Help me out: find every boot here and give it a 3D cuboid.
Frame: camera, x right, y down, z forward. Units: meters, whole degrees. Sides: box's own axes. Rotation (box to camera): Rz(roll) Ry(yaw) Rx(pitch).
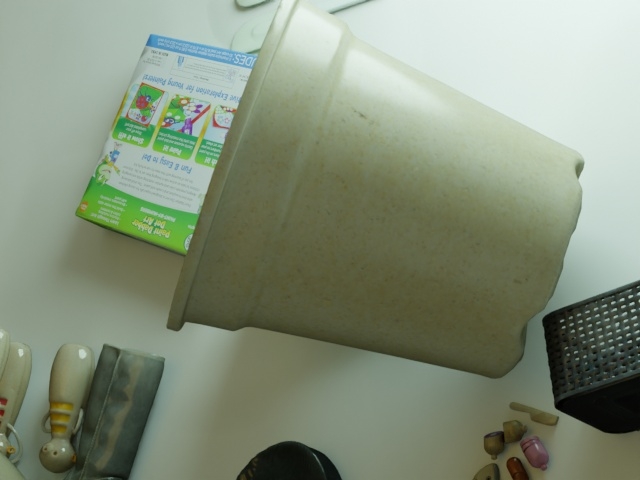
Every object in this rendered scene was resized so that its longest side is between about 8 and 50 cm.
[{"bbox_3d":[-0.215,0.228,1.781,0.189,0.076,0.208,15,75,40],"label":"boot"}]

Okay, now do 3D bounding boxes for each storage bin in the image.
[{"bbox_3d":[0.294,0.093,1.357,0.180,0.122,0.084,-24,57,31],"label":"storage bin"}]

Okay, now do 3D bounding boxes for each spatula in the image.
[{"bbox_3d":[-0.014,-0.322,1.876,0.242,0.019,0.168,-15,61,36],"label":"spatula"}]

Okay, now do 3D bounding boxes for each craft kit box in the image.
[{"bbox_3d":[-0.155,-0.108,1.880,0.250,0.061,0.247,18,81,44],"label":"craft kit box"}]

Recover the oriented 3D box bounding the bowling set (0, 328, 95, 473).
[{"bbox_3d":[-0.428,0.181,1.894,0.287,0.200,0.154,-4,72,43],"label":"bowling set"}]

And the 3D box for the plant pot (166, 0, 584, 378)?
[{"bbox_3d":[0.060,-0.025,1.443,0.305,0.334,0.334,20,83,-1],"label":"plant pot"}]

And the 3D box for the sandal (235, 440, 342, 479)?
[{"bbox_3d":[-0.006,0.383,1.497,0.167,0.107,0.446,-43,49,18],"label":"sandal"}]

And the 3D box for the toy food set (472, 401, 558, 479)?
[{"bbox_3d":[0.175,0.212,1.478,0.078,0.019,0.122,14,81,43],"label":"toy food set"}]

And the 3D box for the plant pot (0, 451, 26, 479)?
[{"bbox_3d":[-0.419,0.349,1.809,0.284,0.191,0.284,-17,62,35],"label":"plant pot"}]
